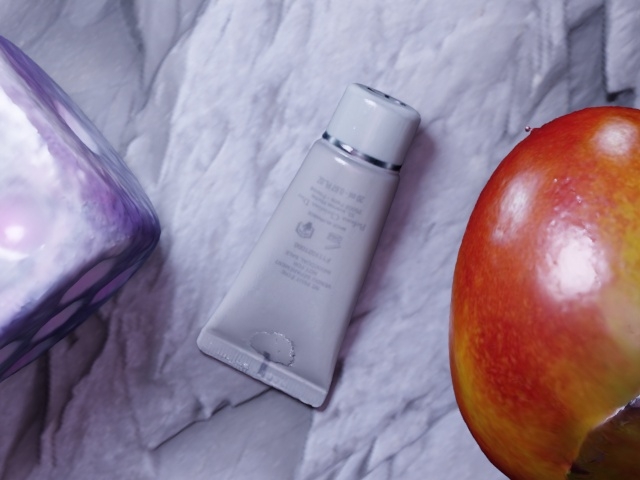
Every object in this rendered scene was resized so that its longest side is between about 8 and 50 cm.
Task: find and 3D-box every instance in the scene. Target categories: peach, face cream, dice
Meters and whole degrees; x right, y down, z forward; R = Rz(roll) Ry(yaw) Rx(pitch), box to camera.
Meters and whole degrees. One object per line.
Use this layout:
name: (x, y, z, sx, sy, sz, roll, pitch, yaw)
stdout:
peach: (0.271, 0.064, 1.699, 0.370, 0.370, 0.370, 0, 89, 6)
face cream: (0.000, 0.000, 1.849, 0.143, 0.089, 0.314, 26, 100, 5)
dice: (-0.334, -0.024, 1.786, 0.271, 0.270, 0.270, -41, 85, 4)
